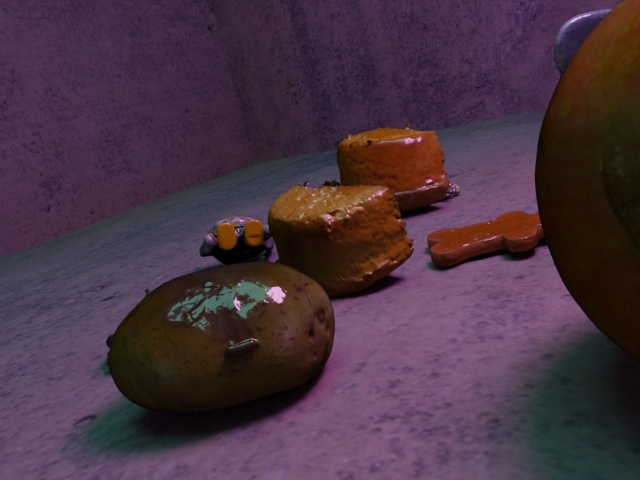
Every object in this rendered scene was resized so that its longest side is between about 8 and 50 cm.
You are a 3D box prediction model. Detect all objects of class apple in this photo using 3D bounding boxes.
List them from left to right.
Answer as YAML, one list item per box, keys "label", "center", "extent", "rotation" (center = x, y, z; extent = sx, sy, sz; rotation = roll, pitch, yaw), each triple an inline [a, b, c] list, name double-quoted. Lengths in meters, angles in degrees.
- label: "apple"
  center: [0.336, -0.047, 0.419]
  extent: [0.339, 0.340, 0.339]
  rotation: [-13, 14, 3]

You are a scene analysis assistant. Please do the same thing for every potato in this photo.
- label: "potato"
  center: [-0.108, 0.103, 0.635]
  extent: [0.228, 0.149, 0.197]
  rotation: [-5, 31, 24]

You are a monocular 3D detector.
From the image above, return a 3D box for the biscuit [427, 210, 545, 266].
- label: "biscuit"
  center: [0.294, -0.008, 0.904]
  extent: [0.250, 0.036, 0.165]
  rotation: [-15, 14, 13]

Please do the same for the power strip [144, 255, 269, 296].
- label: "power strip"
  center: [-0.193, 0.073, 1.013]
  extent: [0.215, 0.061, 0.145]
  rotation: [-15, 9, -6]

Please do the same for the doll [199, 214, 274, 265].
- label: "doll"
  center: [-0.166, 0.002, 1.117]
  extent: [0.145, 0.103, 0.316]
  rotation: [-31, 2, -10]

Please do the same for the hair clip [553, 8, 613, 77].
- label: "hair clip"
  center: [0.512, -0.140, 0.635]
  extent: [0.392, 0.318, 0.238]
  rotation: [-15, 15, -13]

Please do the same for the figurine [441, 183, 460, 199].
- label: "figurine"
  center: [0.294, -0.115, 1.324]
  extent: [0.050, 0.047, 0.083]
  rotation: [12, 18, 29]

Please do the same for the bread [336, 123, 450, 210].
- label: "bread"
  center: [0.133, -0.162, 1.329]
  extent: [0.179, 0.194, 0.340]
  rotation: [-11, 15, -20]

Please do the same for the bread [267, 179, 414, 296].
- label: "bread"
  center: [0.004, 0.003, 0.906]
  extent: [0.147, 0.160, 0.260]
  rotation: [-31, 27, -34]

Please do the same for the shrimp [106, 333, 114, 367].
- label: "shrimp"
  center: [-0.225, 0.136, 0.815]
  extent: [0.219, 0.046, 0.152]
  rotation: [-5, 15, 46]
